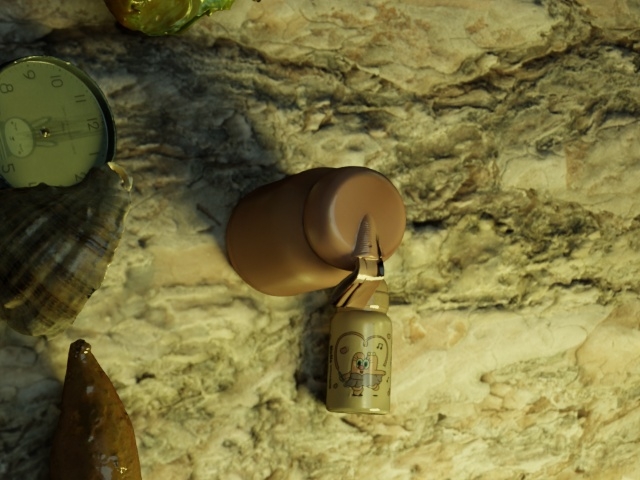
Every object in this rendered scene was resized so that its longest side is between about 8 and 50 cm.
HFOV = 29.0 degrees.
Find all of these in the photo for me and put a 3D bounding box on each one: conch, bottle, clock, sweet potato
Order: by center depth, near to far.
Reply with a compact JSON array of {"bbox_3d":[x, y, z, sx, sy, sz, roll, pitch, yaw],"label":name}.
[{"bbox_3d":[-0.373,0.006,1.560,0.159,0.210,0.291,31,110,-27],"label":"conch"},{"bbox_3d":[-0.299,0.300,1.635,0.131,0.131,0.337,-16,89,-29],"label":"sweet potato"},{"bbox_3d":[-0.375,-0.147,1.680,0.214,0.042,0.215,8,78,-39],"label":"clock"},{"bbox_3d":[0.000,0.000,1.736,0.173,0.297,0.207,8,79,-28],"label":"bottle"},{"bbox_3d":[0.064,0.156,1.864,0.110,0.097,0.209,20,71,-58],"label":"bottle"}]

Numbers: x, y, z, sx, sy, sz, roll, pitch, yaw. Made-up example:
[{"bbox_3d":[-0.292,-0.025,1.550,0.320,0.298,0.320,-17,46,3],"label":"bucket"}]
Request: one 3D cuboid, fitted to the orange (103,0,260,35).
[{"bbox_3d":[-0.184,-0.447,1.730,0.334,0.262,0.196,-35,73,-17],"label":"orange"}]
